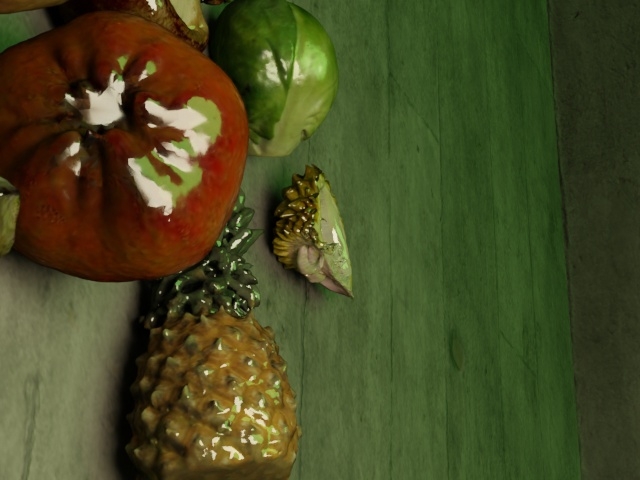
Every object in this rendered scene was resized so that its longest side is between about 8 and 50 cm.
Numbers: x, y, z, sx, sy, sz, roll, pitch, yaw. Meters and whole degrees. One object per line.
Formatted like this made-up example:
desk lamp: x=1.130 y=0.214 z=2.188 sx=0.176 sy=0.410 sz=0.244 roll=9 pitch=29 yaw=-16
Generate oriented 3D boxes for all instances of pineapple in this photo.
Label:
pineapple: x=-0.106 y=0.079 z=1.342 sx=0.169 sy=0.169 sz=0.340 roll=48 pitch=29 yaw=-52

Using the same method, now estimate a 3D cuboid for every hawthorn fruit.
hawthorn fruit: x=-0.164 y=-0.061 z=1.191 sx=0.261 sy=0.224 sz=0.224 roll=76 pitch=9 yaw=-75

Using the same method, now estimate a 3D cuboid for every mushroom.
mushroom: x=-0.187 y=-0.259 z=1.335 sx=0.194 sy=0.138 sz=0.231 roll=31 pitch=39 yaw=-44

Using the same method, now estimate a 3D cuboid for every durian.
durian: x=-0.010 y=0.007 z=1.700 sx=0.224 sy=0.078 sz=0.140 roll=69 pitch=9 yaw=-49

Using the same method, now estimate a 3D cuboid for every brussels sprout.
brussels sprout: x=-0.053 y=-0.186 z=1.607 sx=0.131 sy=0.145 sz=0.183 roll=-16 pitch=89 yaw=-41

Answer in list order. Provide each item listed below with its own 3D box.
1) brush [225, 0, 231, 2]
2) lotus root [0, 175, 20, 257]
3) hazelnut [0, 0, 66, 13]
brush: x=-0.137 y=-0.330 z=1.629 sx=0.170 sy=0.014 sz=0.043 roll=57 pitch=32 yaw=-43
lotus root: x=-0.325 y=0.027 z=0.849 sx=0.210 sy=0.142 sz=0.314 roll=-64 pitch=163 yaw=7
hazelnut: x=-0.254 y=-0.269 z=1.116 sx=0.210 sy=0.210 sz=0.186 roll=-7 pitch=110 yaw=-68
